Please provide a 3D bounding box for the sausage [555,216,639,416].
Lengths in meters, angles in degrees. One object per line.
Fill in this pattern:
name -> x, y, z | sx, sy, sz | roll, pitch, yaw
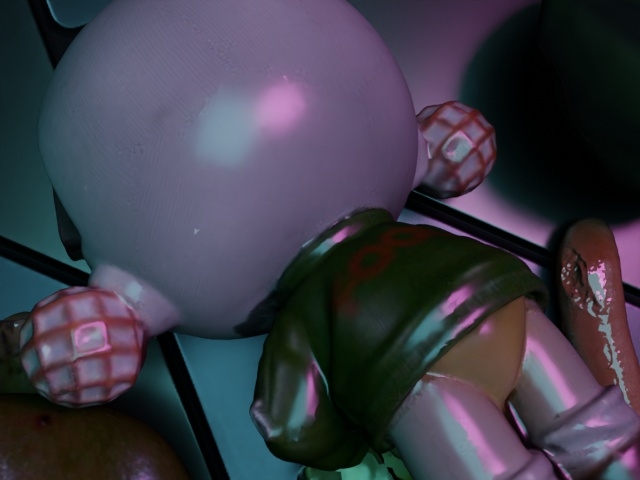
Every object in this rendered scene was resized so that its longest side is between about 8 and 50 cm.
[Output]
sausage -> 0.172, 0.078, 0.499 | 0.043, 0.043, 0.186 | -13, 85, -5

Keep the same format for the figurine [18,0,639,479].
figurine -> 0.000, 0.000, 0.402 | 0.281, 0.167, 0.370 | -28, 66, -27

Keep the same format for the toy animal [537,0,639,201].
toy animal -> 0.261, -0.163, 0.462 | 0.338, 0.216, 0.191 | -39, 54, -2

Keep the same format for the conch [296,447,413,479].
conch -> 0.087, 0.178, 0.445 | 0.251, 0.143, 0.137 | 17, 41, 11

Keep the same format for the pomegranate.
pomegranate -> -0.133, 0.138, 0.420 | 0.179, 0.179, 0.210 | 32, 52, 0
